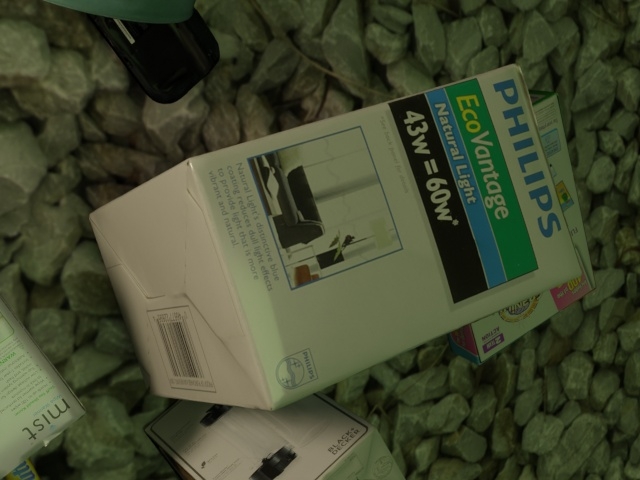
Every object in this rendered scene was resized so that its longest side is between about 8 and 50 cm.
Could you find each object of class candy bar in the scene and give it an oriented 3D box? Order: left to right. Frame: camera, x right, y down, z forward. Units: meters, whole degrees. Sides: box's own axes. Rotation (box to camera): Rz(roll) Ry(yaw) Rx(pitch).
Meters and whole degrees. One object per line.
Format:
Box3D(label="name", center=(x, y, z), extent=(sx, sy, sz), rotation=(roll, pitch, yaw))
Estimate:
Box3D(label="candy bar", center=(-0.348, 0.226, 1.071), extent=(0.040, 0.018, 0.161), rotation=(-28, 114, -23))

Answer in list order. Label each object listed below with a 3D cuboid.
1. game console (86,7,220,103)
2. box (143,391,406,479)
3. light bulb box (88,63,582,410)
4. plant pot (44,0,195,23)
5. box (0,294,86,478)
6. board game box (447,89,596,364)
Box3D(label="game console", center=(-0.242, -0.294, 0.994), extent=(0.213, 0.044, 0.361), rotation=(-43, 119, -15))
Box3D(label="box", center=(-0.060, 0.239, 1.091), extent=(0.169, 0.290, 0.087), rotation=(-40, 121, -20))
Box3D(label="light bulb box", center=(0.000, 0.000, 1.004), extent=(0.361, 0.358, 0.225), rotation=(-19, 93, -27))
Box3D(label="plant pot", center=(-0.180, -0.339, 0.857), extent=(0.272, 0.271, 0.255), rotation=(2, 116, -32))
Box3D(label="box", center=(-0.407, 0.151, 0.939), extent=(0.262, 0.127, 0.231), rotation=(-39, 114, -18))
Box3D(label="board game box", center=(0.257, -0.019, 1.358), extent=(0.242, 0.064, 0.316), rotation=(-28, 115, -23))
